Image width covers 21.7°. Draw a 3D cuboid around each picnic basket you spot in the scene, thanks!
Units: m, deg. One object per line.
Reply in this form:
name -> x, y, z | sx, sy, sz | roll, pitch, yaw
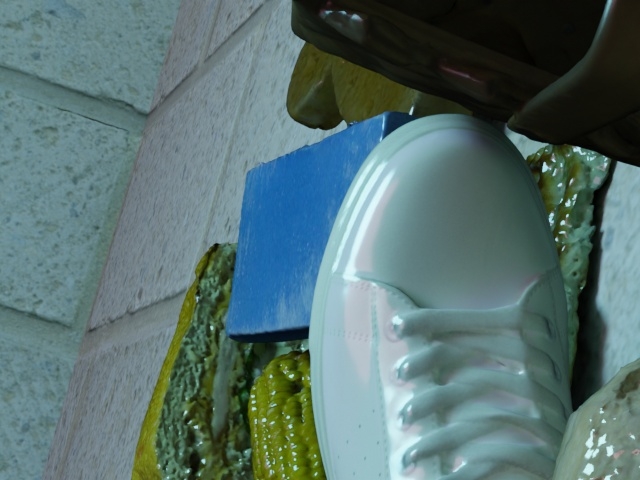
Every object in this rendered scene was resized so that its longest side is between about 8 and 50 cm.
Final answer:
picnic basket -> 0.134, -0.164, 0.725 | 0.321, 0.291, 0.254 | 129, 158, -84

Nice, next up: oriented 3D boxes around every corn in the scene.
corn -> -0.006, 0.166, 1.241 | 0.262, 0.097, 0.097 | -100, 31, -60

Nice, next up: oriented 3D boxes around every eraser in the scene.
eraser -> 0.000, 0.000, 1.210 | 0.312, 0.042, 0.144 | 164, 113, -70

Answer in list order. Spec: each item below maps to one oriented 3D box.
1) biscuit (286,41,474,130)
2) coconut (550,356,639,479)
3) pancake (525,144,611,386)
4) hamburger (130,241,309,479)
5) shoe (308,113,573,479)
biscuit -> 0.100, -0.217, 1.347 | 0.368, 0.076, 0.394 | -62, 18, 13
coconut -> 0.149, 0.132, 0.549 | 0.194, 0.194, 0.194 | -162, 90, -76
pancake -> 0.085, 0.104, 1.037 | 0.305, 0.067, 0.427 | 128, 157, -50
hamburger -> -0.073, 0.139, 1.438 | 0.156, 0.144, 0.283 | 117, 169, -55
shoe -> 0.070, 0.115, 0.776 | 0.160, 0.131, 0.363 | 155, 112, -83
